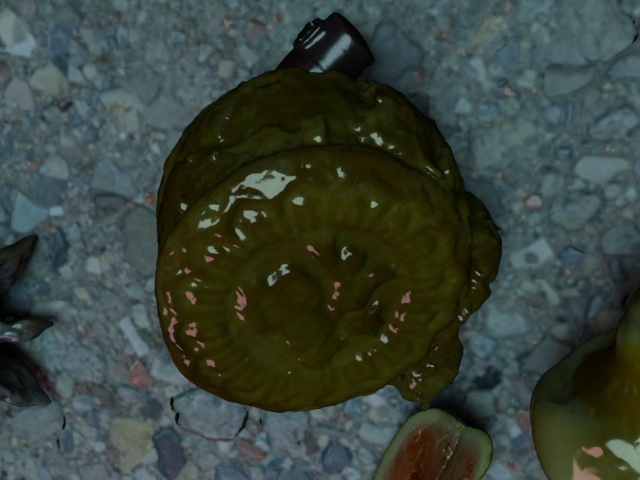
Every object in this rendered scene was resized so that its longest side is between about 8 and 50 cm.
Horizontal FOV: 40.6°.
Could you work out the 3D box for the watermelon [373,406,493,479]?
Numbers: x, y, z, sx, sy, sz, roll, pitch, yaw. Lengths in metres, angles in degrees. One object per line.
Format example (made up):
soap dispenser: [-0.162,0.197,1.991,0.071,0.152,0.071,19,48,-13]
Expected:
watermelon: [0.076,0.187,0.689,0.069,0.087,0.163,40,112,33]

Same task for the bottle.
bottle: [-0.027,-0.095,0.644,0.060,0.060,0.164,42,108,0]

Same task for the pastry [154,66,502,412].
pastry: [0.000,0.000,0.606,0.235,0.132,0.240,4,126,-18]

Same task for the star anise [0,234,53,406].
star anise: [-0.341,0.089,0.749,0.230,0.081,0.262,39,106,-10]

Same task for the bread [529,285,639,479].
bread: [0.308,0.159,0.558,0.300,0.210,0.341,-21,92,39]
